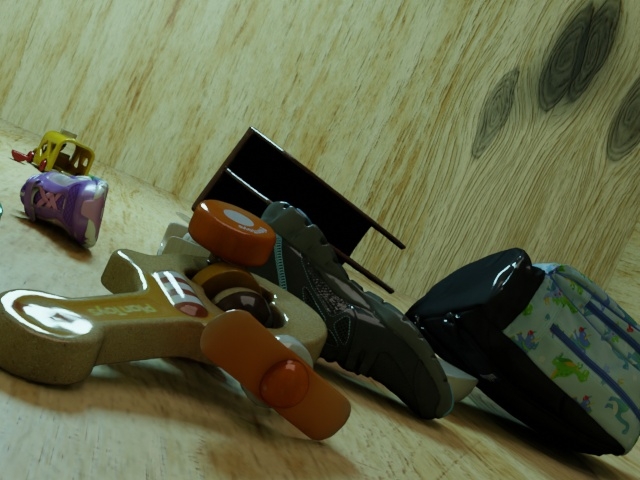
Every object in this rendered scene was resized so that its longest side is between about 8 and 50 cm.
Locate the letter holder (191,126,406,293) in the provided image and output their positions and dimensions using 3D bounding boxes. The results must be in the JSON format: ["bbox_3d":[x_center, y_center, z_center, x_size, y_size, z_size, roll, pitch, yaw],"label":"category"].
[{"bbox_3d":[0.000,0.000,1.393,0.302,0.152,0.214,36,1,-41],"label":"letter holder"}]

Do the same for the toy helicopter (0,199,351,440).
[{"bbox_3d":[-0.112,0.078,0.774,0.235,0.140,0.355,35,18,26],"label":"toy helicopter"}]

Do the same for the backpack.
[{"bbox_3d":[0.344,0.171,1.408,0.355,0.273,0.290,51,-21,-3],"label":"backpack"}]

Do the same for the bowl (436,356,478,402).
[{"bbox_3d":[0.135,0.186,1.334,0.142,0.053,0.142,27,3,35],"label":"bowl"}]

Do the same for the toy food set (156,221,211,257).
[{"bbox_3d":[-0.141,0.034,1.492,0.220,0.092,0.306,24,3,-10],"label":"toy food set"}]

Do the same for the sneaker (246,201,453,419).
[{"bbox_3d":[0.018,0.112,1.179,0.341,0.140,0.125,44,-12,13],"label":"sneaker"}]

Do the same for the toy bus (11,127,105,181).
[{"bbox_3d":[-0.585,-0.198,2.137,0.202,0.104,0.191,25,2,8],"label":"toy bus"}]

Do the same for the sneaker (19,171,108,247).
[{"bbox_3d":[-0.362,-0.052,1.315,0.105,0.095,0.236,16,1,-25],"label":"sneaker"}]

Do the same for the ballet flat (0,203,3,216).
[{"bbox_3d":[-0.336,-0.024,0.797,0.083,0.087,0.247,25,2,-1],"label":"ballet flat"}]
